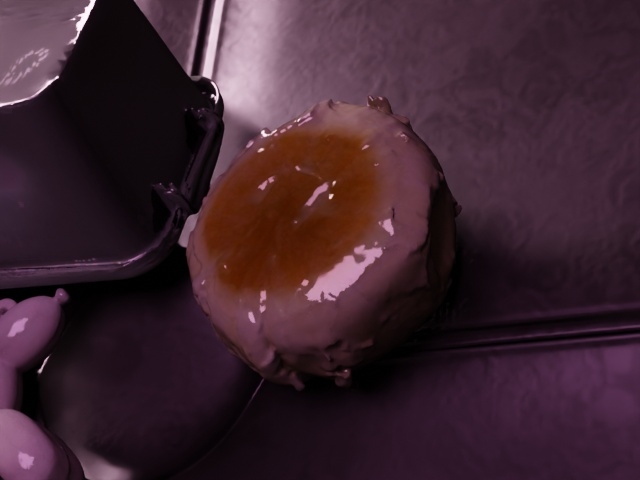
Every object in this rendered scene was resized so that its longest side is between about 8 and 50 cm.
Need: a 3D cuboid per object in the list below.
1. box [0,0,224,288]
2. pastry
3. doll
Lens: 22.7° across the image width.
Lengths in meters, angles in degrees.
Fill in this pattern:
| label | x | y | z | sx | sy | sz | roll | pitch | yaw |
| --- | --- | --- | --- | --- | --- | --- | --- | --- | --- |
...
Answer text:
| label | x | y | z | sx | sy | sz | roll | pitch | yaw |
| --- | --- | --- | --- | --- | --- | --- | --- | --- | --- |
| box | -0.195 | -0.071 | 0.966 | 0.243 | 0.135 | 0.163 | -4 | 48 | 27 |
| pastry | 0.000 | 0.000 | 0.866 | 0.166 | 0.088 | 0.166 | -14 | 54 | 19 |
| doll | -0.202 | 0.102 | 0.934 | 0.161 | 0.059 | 0.160 | -33 | 53 | 8 |
